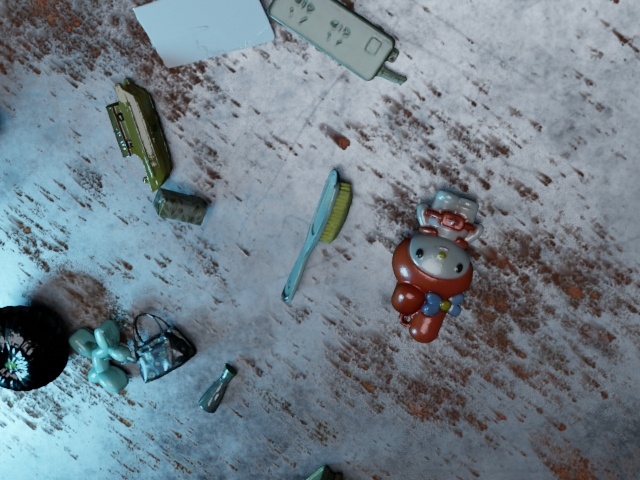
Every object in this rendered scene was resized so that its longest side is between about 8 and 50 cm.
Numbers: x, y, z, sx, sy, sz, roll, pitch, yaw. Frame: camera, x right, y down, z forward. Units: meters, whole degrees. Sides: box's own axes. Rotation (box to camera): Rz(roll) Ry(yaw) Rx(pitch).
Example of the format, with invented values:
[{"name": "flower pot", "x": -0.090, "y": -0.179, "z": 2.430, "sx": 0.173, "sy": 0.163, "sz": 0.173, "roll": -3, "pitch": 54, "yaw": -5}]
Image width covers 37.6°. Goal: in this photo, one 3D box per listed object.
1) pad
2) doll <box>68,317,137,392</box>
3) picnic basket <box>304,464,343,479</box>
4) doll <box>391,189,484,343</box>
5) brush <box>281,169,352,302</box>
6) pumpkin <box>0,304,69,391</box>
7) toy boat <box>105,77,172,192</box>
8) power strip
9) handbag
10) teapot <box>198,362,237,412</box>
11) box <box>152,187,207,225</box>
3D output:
[{"name": "pad", "x": -0.215, "y": -0.402, "z": 1.746, "sx": 0.232, "sy": 0.004, "sz": 0.156, "roll": -12, "pitch": 140, "yaw": 12}, {"name": "doll", "x": -0.458, "y": 0.250, "z": 1.987, "sx": 0.159, "sy": 0.059, "sz": 0.158, "roll": -27, "pitch": 102, "yaw": 36}, {"name": "picnic basket", "x": -0.037, "y": 0.624, "z": 1.990, "sx": 0.266, "sy": 0.165, "sz": 0.139, "roll": -42, "pitch": 95, "yaw": 17}, {"name": "doll", "x": 0.215, "y": 0.052, "z": 1.799, "sx": 0.161, "sy": 0.130, "sz": 0.290, "roll": 20, "pitch": 94, "yaw": -4}, {"name": "brush", "x": 0.000, "y": 0.000, "z": 1.860, "sx": 0.060, "sy": 0.068, "sz": 0.297, "roll": 15, "pitch": 114, "yaw": -19}, {"name": "pumpkin", "x": -0.628, "y": 0.224, "z": 1.971, "sx": 0.202, "sy": 0.140, "sz": 0.202, "roll": 1, "pitch": 121, "yaw": 2}, {"name": "toy boat", "x": -0.358, "y": -0.204, "z": 1.844, "sx": 0.088, "sy": 0.068, "sz": 0.226, "roll": -11, "pitch": 108, "yaw": 16}, {"name": "power strip", "x": 0.043, "y": -0.380, "z": 1.737, "sx": 0.288, "sy": 0.053, "sz": 0.093, "roll": 33, "pitch": 108, "yaw": -1}, {"name": "handbag", "x": -0.347, "y": 0.216, "z": 1.963, "sx": 0.115, "sy": 0.072, "sz": 0.139, "roll": -29, "pitch": 96, "yaw": 20}, {"name": "teapot", "x": -0.215, "y": 0.312, "z": 1.988, "sx": 0.043, "sy": 0.043, "sz": 0.111, "roll": 32, "pitch": 106, "yaw": -2}, {"name": "box", "x": -0.277, "y": -0.067, "z": 1.855, "sx": 0.098, "sy": 0.062, "sz": 0.045, "roll": 13, "pitch": 110, "yaw": -26}]
